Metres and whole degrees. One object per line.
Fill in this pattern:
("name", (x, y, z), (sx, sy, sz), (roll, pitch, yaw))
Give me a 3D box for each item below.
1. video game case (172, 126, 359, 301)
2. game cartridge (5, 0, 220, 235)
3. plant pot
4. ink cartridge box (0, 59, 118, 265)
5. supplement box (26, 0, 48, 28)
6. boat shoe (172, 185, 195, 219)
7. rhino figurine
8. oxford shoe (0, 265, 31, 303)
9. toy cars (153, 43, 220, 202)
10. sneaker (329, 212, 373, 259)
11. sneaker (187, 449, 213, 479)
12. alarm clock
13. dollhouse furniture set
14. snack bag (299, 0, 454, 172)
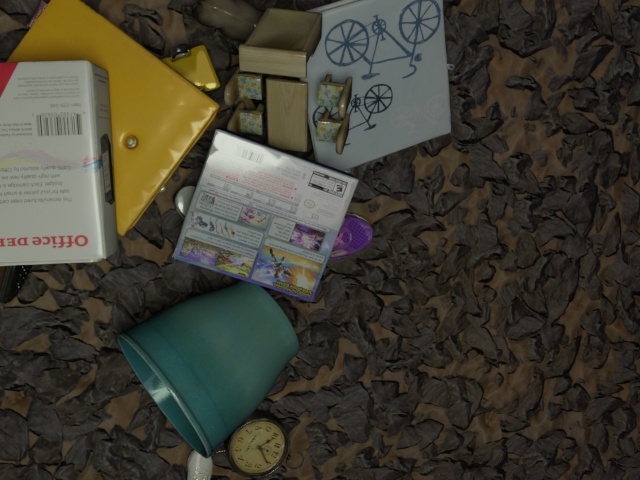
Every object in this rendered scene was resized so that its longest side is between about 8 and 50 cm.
("video game case", (-0.100, -0.045, 1.296), (0.270, 0.061, 0.244), (19, 101, -12))
("game cartridge", (-0.381, -0.214, 1.214), (0.324, 0.052, 0.285), (37, 93, -6))
("plant pot", (-0.188, 0.210, 1.318), (0.255, 0.272, 0.271), (-36, 109, -23))
("ink cartridge box", (-0.449, -0.122, 1.130), (0.226, 0.131, 0.306), (-1, 98, -3))
("supplement box", (-0.453, -0.368, 1.234), (0.083, 0.043, 0.055), (30, 92, -21))
("boat shoe", (-0.188, -0.025, 1.367), (0.219, 0.070, 0.077), (43, 75, -15))
("rhino figurine", (-0.123, -0.388, 1.300), (0.243, 0.106, 0.073), (16, 98, -27))
("oxford shoe", (-0.557, -0.002, 1.260), (0.096, 0.083, 0.227), (10, 97, 1))
("toy cars", (-0.327, -0.187, 1.289), (0.176, 0.087, 0.393), (28, 94, -8))
("sneaker", (0.000, 0.000, 1.412), (0.237, 0.104, 0.095), (-4, 99, -18))
("sneaker", (-0.245, 0.495, 1.448), (0.054, 0.061, 0.152), (5, 97, -16))
("alarm clock", (-0.116, 0.424, 1.473), (0.192, 0.064, 0.129), (31, 89, -18))
("dollhouse furniture set", (-0.062, -0.249, 1.232), (0.212, 0.161, 0.242), (8, 130, 8))
("snack bag", (0.112, -0.309, 1.386), (0.323, 0.037, 0.342), (-22, 125, -14))
